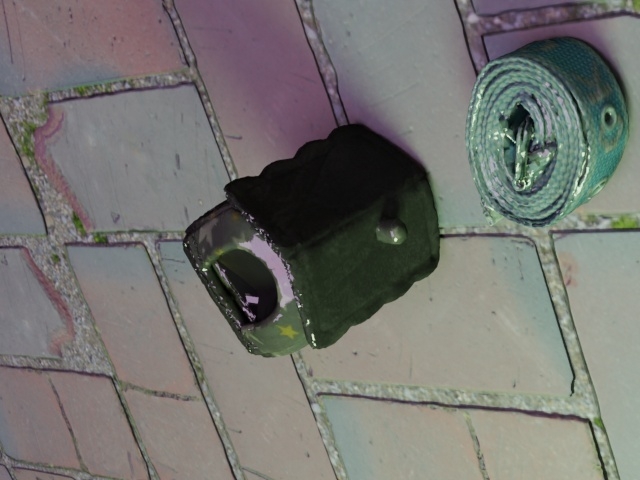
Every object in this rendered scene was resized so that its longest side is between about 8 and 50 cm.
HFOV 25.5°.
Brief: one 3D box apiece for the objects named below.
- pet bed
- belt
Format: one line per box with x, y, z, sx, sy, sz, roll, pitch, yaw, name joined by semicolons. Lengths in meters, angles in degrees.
0.000;0.000;1.402;0.159;0.211;0.183;-30;90;52;pet bed
0.195;-0.093;1.248;0.148;0.082;0.163;5;118;48;belt
